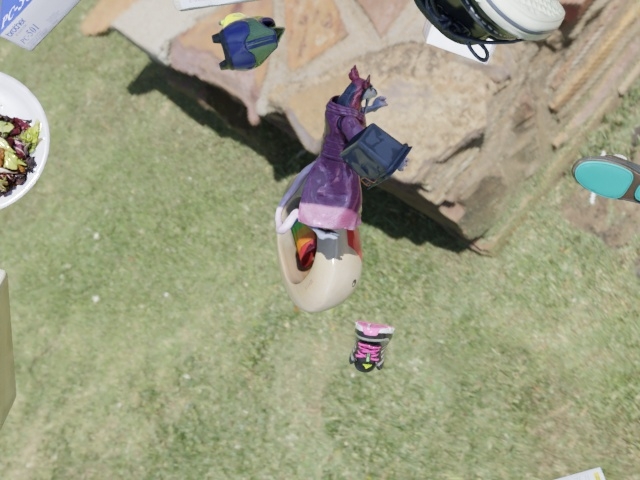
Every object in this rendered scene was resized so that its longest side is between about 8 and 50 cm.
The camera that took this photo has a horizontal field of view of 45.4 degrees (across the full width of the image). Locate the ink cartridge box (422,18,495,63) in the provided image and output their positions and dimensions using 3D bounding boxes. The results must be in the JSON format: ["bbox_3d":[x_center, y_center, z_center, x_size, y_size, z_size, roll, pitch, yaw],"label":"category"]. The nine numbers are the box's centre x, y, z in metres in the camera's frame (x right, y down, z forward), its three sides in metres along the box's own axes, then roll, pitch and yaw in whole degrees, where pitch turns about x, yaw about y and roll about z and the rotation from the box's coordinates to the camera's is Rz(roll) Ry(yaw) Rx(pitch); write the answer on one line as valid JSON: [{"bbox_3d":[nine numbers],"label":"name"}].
[{"bbox_3d":[0.339,-0.511,1.866,0.218,0.159,0.092,-78,7,-69],"label":"ink cartridge box"}]

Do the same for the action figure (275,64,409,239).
[{"bbox_3d":[0.038,-0.207,1.692,0.248,0.276,0.370,-110,23,-61],"label":"action figure"}]

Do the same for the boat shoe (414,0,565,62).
[{"bbox_3d":[0.222,-0.353,1.091,0.156,0.187,0.500,-40,15,22],"label":"boat shoe"}]

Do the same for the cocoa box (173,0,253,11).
[{"bbox_3d":[0.004,-0.407,0.818,0.347,0.227,0.231,3,34,29],"label":"cocoa box"}]

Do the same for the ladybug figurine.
[{"bbox_3d":[0.000,0.000,2.110,0.305,0.162,0.449,-53,39,40],"label":"ladybug figurine"}]

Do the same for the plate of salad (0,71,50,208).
[{"bbox_3d":[-0.457,-0.132,0.996,0.200,0.048,0.199,1,82,-6],"label":"plate of salad"}]

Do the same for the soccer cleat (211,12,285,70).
[{"bbox_3d":[-0.118,-0.352,1.342,0.121,0.093,0.289,-13,21,2],"label":"soccer cleat"}]

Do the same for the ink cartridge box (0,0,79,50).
[{"bbox_3d":[-0.301,-0.323,0.896,0.207,0.046,0.097,-31,55,30],"label":"ink cartridge box"}]

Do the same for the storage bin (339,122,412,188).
[{"bbox_3d":[0.097,-0.165,1.494,0.098,0.091,0.135,-54,10,-19],"label":"storage bin"}]

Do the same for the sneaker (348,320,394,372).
[{"bbox_3d":[0.079,0.173,1.221,0.063,0.170,0.074,11,76,4],"label":"sneaker"}]

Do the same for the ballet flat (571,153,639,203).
[{"bbox_3d":[0.679,-0.132,1.680,0.096,0.281,0.095,-76,7,-52],"label":"ballet flat"}]

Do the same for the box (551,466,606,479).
[{"bbox_3d":[0.401,0.493,1.367,0.244,0.060,0.100,-21,25,15],"label":"box"}]

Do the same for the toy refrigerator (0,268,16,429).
[{"bbox_3d":[-0.404,0.127,0.843,0.269,0.102,0.094,111,172,-47],"label":"toy refrigerator"}]
